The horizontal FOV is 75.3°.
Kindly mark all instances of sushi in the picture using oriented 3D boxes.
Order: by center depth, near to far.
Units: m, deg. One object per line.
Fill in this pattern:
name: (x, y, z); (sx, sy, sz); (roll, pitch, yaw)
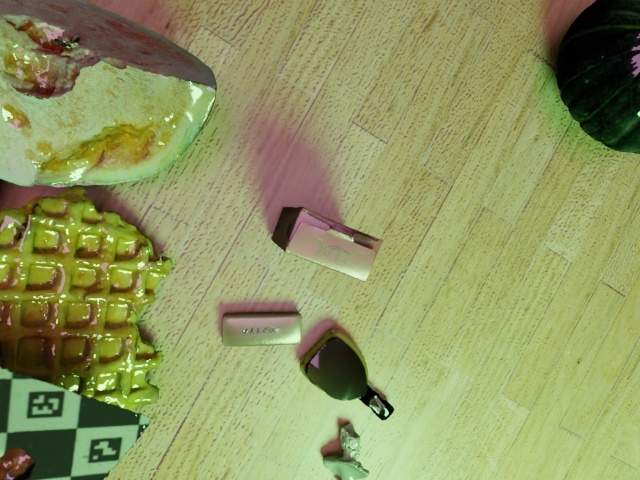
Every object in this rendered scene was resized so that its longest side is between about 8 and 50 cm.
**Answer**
sushi: (-0.378, 0.219, 0.397); (0.294, 0.059, 0.292); (38, 89, -27)

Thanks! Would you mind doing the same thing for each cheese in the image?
cheese: (0.050, 0.212, 0.621); (0.162, 0.036, 0.086); (44, 83, -10)

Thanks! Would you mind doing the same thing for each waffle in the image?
waffle: (-0.307, 0.096, 0.494); (0.281, 0.058, 0.301); (-22, 109, -38)

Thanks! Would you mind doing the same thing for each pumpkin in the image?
pumpkin: (0.470, -0.250, 0.581); (0.249, 0.216, 0.250); (-2, 80, 13)

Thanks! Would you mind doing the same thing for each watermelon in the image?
watermelon: (-0.294, -0.174, 0.496); (0.321, 0.188, 0.175); (15, 124, -16)

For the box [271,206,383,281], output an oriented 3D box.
box: (0.000, 0.000, 0.541); (0.111, 0.156, 0.060); (23, 88, -13)

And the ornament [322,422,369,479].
ornament: (0.041, 0.334, 0.625); (0.068, 0.041, 0.092); (30, 100, 12)

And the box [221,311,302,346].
box: (-0.084, 0.128, 0.599); (0.115, 0.025, 0.048); (1, 92, -9)
